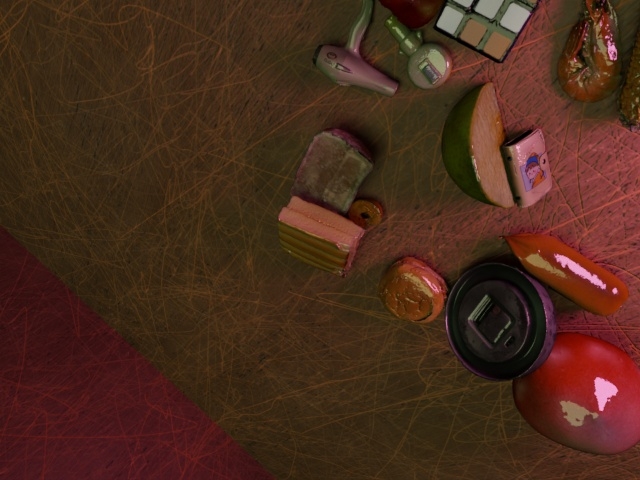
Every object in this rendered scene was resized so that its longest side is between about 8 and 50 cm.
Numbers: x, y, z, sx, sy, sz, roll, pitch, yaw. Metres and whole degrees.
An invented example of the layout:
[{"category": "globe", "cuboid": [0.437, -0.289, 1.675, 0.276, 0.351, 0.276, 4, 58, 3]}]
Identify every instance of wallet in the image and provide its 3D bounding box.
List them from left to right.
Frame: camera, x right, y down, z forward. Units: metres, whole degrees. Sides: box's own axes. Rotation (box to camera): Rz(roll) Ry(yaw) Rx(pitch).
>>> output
[{"category": "wallet", "cuboid": [0.484, -0.168, 1.006, 0.039, 0.110, 0.155, 23, 142, 60]}]

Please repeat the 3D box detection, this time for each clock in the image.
[{"category": "clock", "cuboid": [0.470, 0.214, 1.165, 0.061, 0.313, 0.313, 9, 141, -33]}]

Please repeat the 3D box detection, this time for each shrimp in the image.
[{"category": "shrimp", "cuboid": [0.537, -0.382, 0.876, 0.115, 0.051, 0.217, -4, 120, 33]}]

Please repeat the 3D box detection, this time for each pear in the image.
[{"category": "pear", "cuboid": [0.343, -0.181, 0.989, 0.139, 0.239, 0.288, -10, 113, 33]}]

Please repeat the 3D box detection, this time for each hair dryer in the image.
[{"category": "hair dryer", "cuboid": [0.122, -0.451, 1.061, 0.219, 0.088, 0.225, 42, 116, -10]}]

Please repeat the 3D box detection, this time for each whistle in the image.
[{"category": "whistle", "cuboid": [0.221, -0.438, 1.008, 0.198, 0.057, 0.104, 47, 130, -7]}]

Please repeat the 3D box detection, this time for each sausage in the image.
[{"category": "sausage", "cuboid": [0.602, 0.068, 1.095, 0.328, 0.112, 0.112, 34, 130, 6]}]

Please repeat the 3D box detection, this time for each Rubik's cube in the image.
[{"category": "Rubik's cube", "cuboid": [0.338, -0.469, 0.855, 0.163, 0.161, 0.162, 33, 131, 7]}]

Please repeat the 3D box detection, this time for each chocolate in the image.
[{"category": "chocolate", "cuboid": [0.035, -0.190, 1.242, 0.185, 0.101, 0.303, 31, 139, -1]}]

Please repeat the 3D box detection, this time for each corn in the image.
[{"category": "corn", "cuboid": [0.636, -0.356, 0.799, 0.115, 0.115, 0.318, 9, 124, 24]}]

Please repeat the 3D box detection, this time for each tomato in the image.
[{"category": "tomato", "cuboid": [0.671, 0.398, 1.131, 0.321, 0.321, 0.322, 14, 126, 21]}]

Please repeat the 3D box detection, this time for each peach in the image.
[{"category": "peach", "cuboid": [0.198, -0.542, 0.928, 0.118, 0.152, 0.151, 15, 145, -40]}]

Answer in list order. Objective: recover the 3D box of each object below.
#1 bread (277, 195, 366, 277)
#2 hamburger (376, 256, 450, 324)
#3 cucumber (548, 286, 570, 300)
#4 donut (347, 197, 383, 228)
[{"category": "bread", "cuboid": [0.000, 0.000, 1.336, 0.245, 0.111, 0.239, 24, 156, 9]}, {"category": "hamburger", "cuboid": [0.285, 0.156, 1.332, 0.213, 0.108, 0.214, 16, 124, 25]}, {"category": "cucumber", "cuboid": [0.672, 0.145, 1.153, 0.134, 0.034, 0.033, 36, 145, 10]}, {"category": "donut", "cuboid": [0.135, -0.084, 1.295, 0.108, 0.043, 0.097, -11, 114, 35]}]
